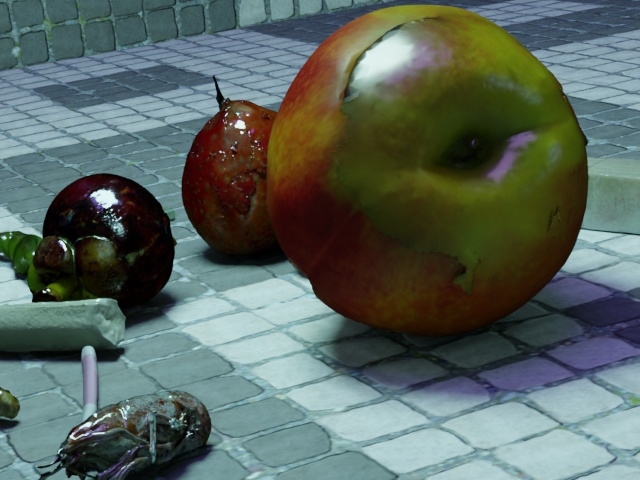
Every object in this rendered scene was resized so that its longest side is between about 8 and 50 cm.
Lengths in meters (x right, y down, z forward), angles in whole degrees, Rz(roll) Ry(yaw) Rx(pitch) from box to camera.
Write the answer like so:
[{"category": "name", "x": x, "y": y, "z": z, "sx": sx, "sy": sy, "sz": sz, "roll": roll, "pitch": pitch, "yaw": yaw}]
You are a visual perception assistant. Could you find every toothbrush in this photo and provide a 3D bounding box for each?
[{"category": "toothbrush", "x": -0.223, "y": 0.157, "z": 1.488, "sx": 0.025, "sy": 0.020, "sz": 0.286, "roll": 0, "pitch": 16, "yaw": -9}]

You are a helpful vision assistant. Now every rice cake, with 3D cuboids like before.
[{"category": "rice cake", "x": -0.333, "y": 0.096, "z": 1.673, "sx": 0.256, "sy": 0.057, "sz": 0.052, "roll": -4, "pitch": -14, "yaw": 20}]

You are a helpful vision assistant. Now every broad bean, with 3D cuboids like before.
[{"category": "broad bean", "x": -0.392, "y": 0.014, "z": 1.996, "sx": 0.061, "sy": 0.046, "sz": 0.195, "roll": -30, "pitch": 22, "yaw": -30}]

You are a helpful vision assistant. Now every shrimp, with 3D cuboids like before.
[{"category": "shrimp", "x": -0.170, "y": 0.176, "z": 1.321, "sx": 0.190, "sy": 0.073, "sz": 0.075, "roll": -12, "pitch": -29, "yaw": -51}]

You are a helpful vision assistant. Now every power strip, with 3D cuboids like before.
[{"category": "power strip", "x": -0.240, "y": -0.030, "z": 2.139, "sx": 0.083, "sy": 0.017, "sz": 0.027, "roll": -21, "pitch": 20, "yaw": -41}]

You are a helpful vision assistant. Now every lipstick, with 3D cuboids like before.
[{"category": "lipstick", "x": 0.395, "y": -0.054, "z": 1.869, "sx": 0.371, "sy": 0.076, "sz": 0.079, "roll": 8, "pitch": 23, "yaw": 40}]

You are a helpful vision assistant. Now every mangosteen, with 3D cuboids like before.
[{"category": "mangosteen", "x": -0.260, "y": 0.010, "z": 1.772, "sx": 0.184, "sy": 0.172, "sz": 0.172, "roll": -29, "pitch": 20, "yaw": -6}]

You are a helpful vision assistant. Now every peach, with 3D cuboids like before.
[{"category": "peach", "x": 0.103, "y": -0.063, "z": 1.593, "sx": 0.370, "sy": 0.370, "sz": 0.370, "roll": -6, "pitch": 16, "yaw": 2}]

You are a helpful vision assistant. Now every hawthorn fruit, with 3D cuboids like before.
[{"category": "hawthorn fruit", "x": -0.097, "y": -0.096, "z": 1.934, "sx": 0.181, "sy": 0.235, "sz": 0.181, "roll": -16, "pitch": 14, "yaw": 4}]

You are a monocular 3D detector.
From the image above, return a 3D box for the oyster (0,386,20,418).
[{"category": "oyster", "x": -0.458, "y": 0.084, "z": 1.445, "sx": 0.361, "sy": 0.096, "sz": 0.221, "roll": 23, "pitch": 3, "yaw": 5}]
